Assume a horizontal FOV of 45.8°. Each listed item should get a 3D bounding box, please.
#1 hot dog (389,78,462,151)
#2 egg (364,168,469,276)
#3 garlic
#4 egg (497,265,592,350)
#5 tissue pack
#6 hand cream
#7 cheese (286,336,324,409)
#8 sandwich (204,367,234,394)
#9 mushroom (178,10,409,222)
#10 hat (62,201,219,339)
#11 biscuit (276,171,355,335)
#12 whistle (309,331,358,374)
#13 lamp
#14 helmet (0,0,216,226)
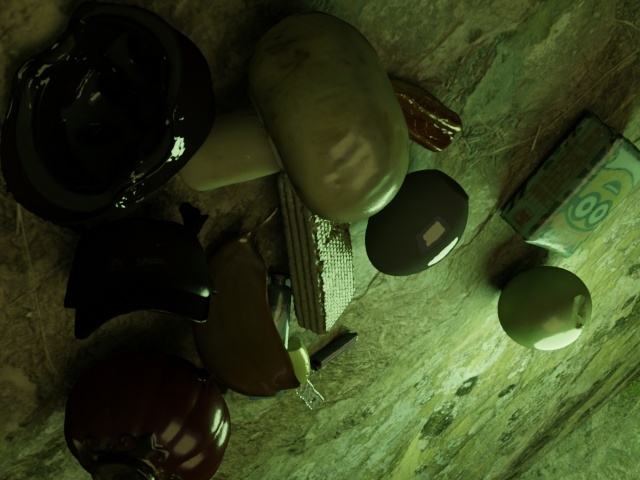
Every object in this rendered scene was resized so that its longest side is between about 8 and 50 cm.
[{"bbox_3d":[0.178,-0.225,1.375,0.236,0.062,0.092,24,111,-45],"label":"hot dog"},{"bbox_3d":[0.183,-0.028,1.480,0.176,0.176,0.232,14,118,-44],"label":"egg"},{"bbox_3d":[-0.131,0.114,1.382,0.151,0.196,0.338,-12,96,-63],"label":"garlic"},{"bbox_3d":[0.578,0.174,1.950,0.269,0.219,0.219,-13,135,-29],"label":"egg"},{"bbox_3d":[0.594,-0.118,1.748,0.228,0.128,0.311,18,118,-46],"label":"tissue pack"},{"bbox_3d":[-0.094,0.189,1.498,0.088,0.055,0.255,1,98,-43],"label":"hand cream"},{"bbox_3d":[-0.057,0.307,1.700,0.127,0.050,0.255,-41,133,-6],"label":"cheese"},{"bbox_3d":[-0.166,0.240,1.551,0.094,0.096,0.258,-8,135,-39],"label":"sandwich"},{"bbox_3d":[-0.044,-0.160,1.127,0.336,0.314,0.314,-15,143,12],"label":"mushroom"},{"bbox_3d":[-0.274,0.020,1.136,0.238,0.336,0.208,-4,94,-13],"label":"hat"},{"bbox_3d":[0.000,0.000,1.415,0.144,0.079,0.426,-52,152,-33],"label":"biscuit"},{"bbox_3d":[0.014,0.267,1.757,0.176,0.033,0.033,-37,141,-2],"label":"whistle"},{"bbox_3d":[-0.315,0.337,1.390,0.303,0.257,0.303,7,130,8],"label":"lamp"},{"bbox_3d":[-0.263,-0.161,0.999,0.305,0.225,0.177,-42,171,19],"label":"helmet"}]
